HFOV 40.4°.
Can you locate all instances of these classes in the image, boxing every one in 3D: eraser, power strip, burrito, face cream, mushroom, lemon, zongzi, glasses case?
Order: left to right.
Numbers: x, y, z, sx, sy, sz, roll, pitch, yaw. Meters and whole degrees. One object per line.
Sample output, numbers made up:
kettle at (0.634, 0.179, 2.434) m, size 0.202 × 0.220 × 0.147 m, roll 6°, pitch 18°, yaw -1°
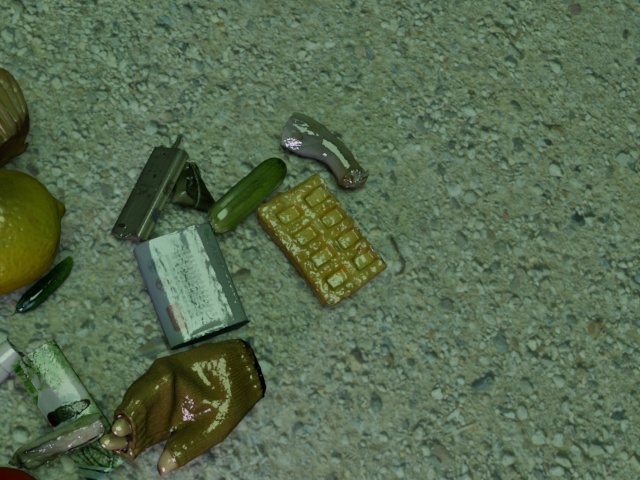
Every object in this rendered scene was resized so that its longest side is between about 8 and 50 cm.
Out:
face cream at (-0.675, 0.287, 1.659) m, size 0.244 × 0.058 × 0.092 m, roll -43°, pitch 99°, yaw -17°
lemon at (-0.629, -0.014, 1.661) m, size 0.268 × 0.267 × 0.267 m, roll 4°, pitch 72°, yaw -11°
burrito at (-0.482, 0.374, 1.601) m, size 0.188 × 0.045 × 0.058 m, roll -25°, pitch 117°, yaw -8°
glasses case at (-0.475, 0.325, 1.658) m, size 0.095 × 0.062 × 0.272 m, roll -34°, pitch 93°, yaw -20°
power strip at (-0.353, -0.114, 1.844) m, size 0.092 × 0.034 × 0.267 m, roll 7°, pitch 64°, yaw 35°
eraser at (-0.266, 0.094, 1.795) m, size 0.174 × 0.081 × 0.226 m, roll -18°, pitch 76°, yaw -21°
zongzi at (-0.259, -0.113, 1.885) m, size 0.119 × 0.055 × 0.109 m, roll 20°, pitch 52°, yaw -28°
mushroom at (0.012, -0.198, 1.952) m, size 0.223 × 0.081 × 0.092 m, roll 37°, pitch 50°, yaw -1°

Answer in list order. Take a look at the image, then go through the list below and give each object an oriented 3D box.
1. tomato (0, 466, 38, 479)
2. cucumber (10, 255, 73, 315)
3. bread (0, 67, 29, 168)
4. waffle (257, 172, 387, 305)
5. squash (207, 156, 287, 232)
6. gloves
tomato at (-0.574, 0.536, 1.534) m, size 0.260 × 0.180 × 0.259 m, roll 3°, pitch 74°, yaw -10°
cucumber at (-0.557, 0.095, 1.754) m, size 0.039 × 0.039 × 0.168 m, roll 42°, pitch 67°, yaw 3°
bread at (-0.679, -0.216, 1.710) m, size 0.149 × 0.274 × 0.274 m, roll 40°, pitch 69°, yaw -7°
waffle at (0.000, 0.000, 1.895) m, size 0.168 × 0.057 × 0.274 m, roll -35°, pitch 82°, yaw -19°
squash at (-0.156, -0.098, 1.876) m, size 0.069 × 0.069 × 0.239 m, roll 43°, pitch 60°, yaw 3°
gloves at (-0.265, 0.316, 1.680) m, size 0.357 × 0.155 × 0.203 m, roll -23°, pitch 95°, yaw -39°
